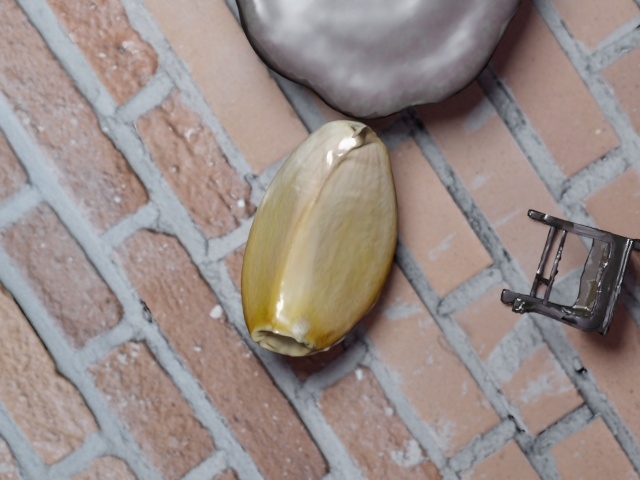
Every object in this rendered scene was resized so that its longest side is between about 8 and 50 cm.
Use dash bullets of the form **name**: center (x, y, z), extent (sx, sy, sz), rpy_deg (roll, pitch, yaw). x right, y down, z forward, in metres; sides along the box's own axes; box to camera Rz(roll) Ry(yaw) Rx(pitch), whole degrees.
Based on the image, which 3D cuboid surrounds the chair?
- **chair**: center (0.309, 0.041, 1.907), extent (0.229, 0.106, 0.113), rpy_deg (15, 95, -3)

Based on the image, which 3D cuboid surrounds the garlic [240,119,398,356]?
- **garlic**: center (0.003, -0.007, 1.861), extent (0.145, 0.164, 0.245), rpy_deg (18, 102, 3)

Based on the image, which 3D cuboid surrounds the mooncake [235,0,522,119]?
- **mooncake**: center (0.048, -0.271, 1.840), extent (0.306, 0.154, 0.306), rpy_deg (0, 98, -2)
